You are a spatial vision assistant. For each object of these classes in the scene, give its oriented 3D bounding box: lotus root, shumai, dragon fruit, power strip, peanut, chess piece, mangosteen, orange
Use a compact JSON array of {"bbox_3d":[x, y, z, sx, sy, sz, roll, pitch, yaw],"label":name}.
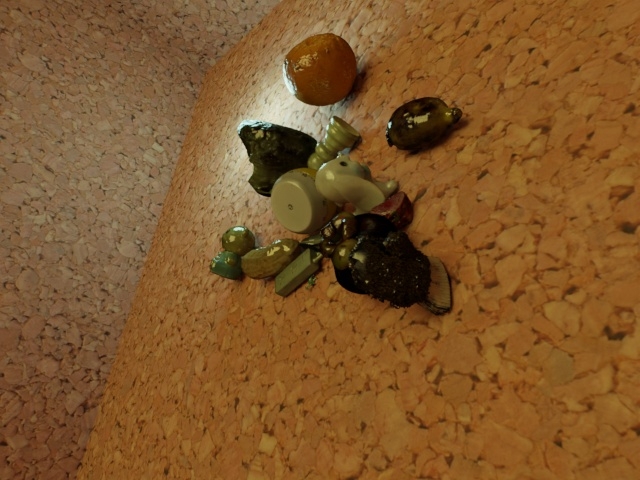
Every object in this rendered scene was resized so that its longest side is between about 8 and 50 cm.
[{"bbox_3d":[0.341,-0.406,1.586,0.314,0.141,0.169,-10,64,47],"label":"lotus root"},{"bbox_3d":[-0.214,-0.360,2.112,0.395,0.395,0.348,47,126,53],"label":"shumai"},{"bbox_3d":[0.246,-0.082,1.537,0.147,0.102,0.096,-39,44,23],"label":"dragon fruit"},{"bbox_3d":[-0.080,0.117,1.833,0.288,0.053,0.093,-42,34,31],"label":"power strip"},{"bbox_3d":[-0.209,0.079,1.965,0.325,0.140,0.153,-24,8,32],"label":"peanut"},{"bbox_3d":[0.039,-0.387,1.969,0.251,0.144,0.144,-51,37,24],"label":"chess piece"},{"bbox_3d":[0.127,0.031,1.448,0.233,0.287,0.287,-3,64,27],"label":"mangosteen"},{"bbox_3d":[0.003,-0.768,2.104,0.341,0.293,0.340,-18,38,15],"label":"orange"}]

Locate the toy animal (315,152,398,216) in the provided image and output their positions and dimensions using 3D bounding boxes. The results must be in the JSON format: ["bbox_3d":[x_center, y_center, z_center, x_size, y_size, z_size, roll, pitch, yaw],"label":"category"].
[{"bbox_3d":[0.108,-0.183,1.647,0.174,0.289,0.249,-71,16,-9],"label":"toy animal"}]

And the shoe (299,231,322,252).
[{"bbox_3d":[-0.001,0.000,1.819,0.194,0.074,0.077,-6,52,47],"label":"shoe"}]

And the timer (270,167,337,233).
[{"bbox_3d":[-0.037,-0.174,1.861,0.285,0.285,0.285,-30,47,37],"label":"timer"}]

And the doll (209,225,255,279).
[{"bbox_3d":[-0.416,0.052,2.215,0.260,0.162,0.177,-67,14,-3],"label":"doll"}]

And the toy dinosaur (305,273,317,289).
[{"bbox_3d":[-0.040,0.160,1.797,0.062,0.021,0.083,-50,21,7],"label":"toy dinosaur"}]

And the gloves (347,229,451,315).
[{"bbox_3d":[0.226,0.087,1.285,0.135,0.312,0.210,166,115,-69],"label":"gloves"}]
